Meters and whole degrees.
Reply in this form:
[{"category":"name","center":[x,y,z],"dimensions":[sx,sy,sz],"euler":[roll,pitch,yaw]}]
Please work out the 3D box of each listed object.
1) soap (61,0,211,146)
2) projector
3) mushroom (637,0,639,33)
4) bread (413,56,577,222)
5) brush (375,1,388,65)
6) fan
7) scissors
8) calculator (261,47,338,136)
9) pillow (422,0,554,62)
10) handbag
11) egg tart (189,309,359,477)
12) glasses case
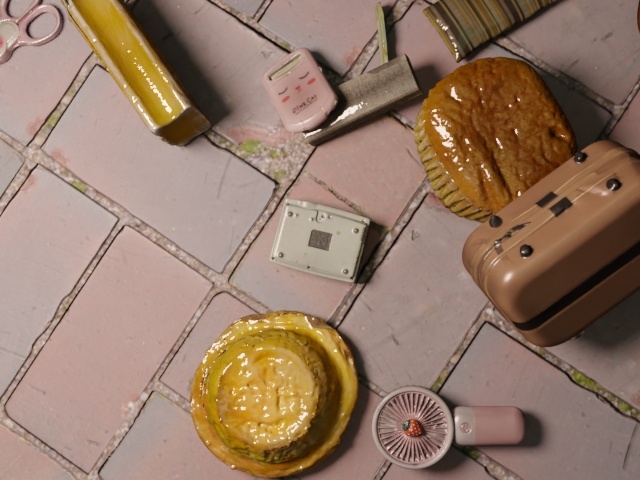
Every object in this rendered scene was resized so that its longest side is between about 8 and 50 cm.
[{"category":"soap","center":[-0.299,-0.287,1.405],"dimensions":[0.089,0.173,0.274],"euler":[-35,84,0]},{"category":"projector","center":[0.000,0.000,1.419],"dimensions":[0.147,0.061,0.115],"euler":[14,86,5]},{"category":"mushroom","center":[0.621,-0.363,1.328],"dimensions":[0.267,0.267,0.255],"euler":[-28,119,3]},{"category":"bread","center":[0.271,-0.155,1.365],"dimensions":[0.227,0.142,0.253],"euler":[-23,83,-4]},{"category":"brush","center":[0.113,-0.309,1.440],"dimensions":[0.030,0.033,0.179],"euler":[-5,86,-1]},{"category":"fan","center":[0.204,0.295,1.375],"dimensions":[0.244,0.074,0.130],"euler":[-2,86,4]},{"category":"scissors","center":[-0.563,-0.337,1.503],"dimensions":[0.118,0.030,0.242],"euler":[44,87,6]},{"category":"calculator","center":[-0.035,-0.247,1.415],"dimensions":[0.100,0.032,0.175],"euler":[-34,53,9]},{"category":"pillow","center":[0.283,-0.391,1.427],"dimensions":[0.203,0.038,0.113],"euler":[-31,81,2]},{"category":"handbag","center":[0.391,0.029,1.299],"dimensions":[0.302,0.283,0.149],"euler":[-37,42,0]},{"category":"egg tart","center":[-0.075,0.247,1.387],"dimensions":[0.288,0.118,0.288],"euler":[0,83,3]},{"category":"glasses case","center":[0.061,-0.229,1.411],"dimensions":[0.205,0.047,0.071],"euler":[-24,80,16]}]
